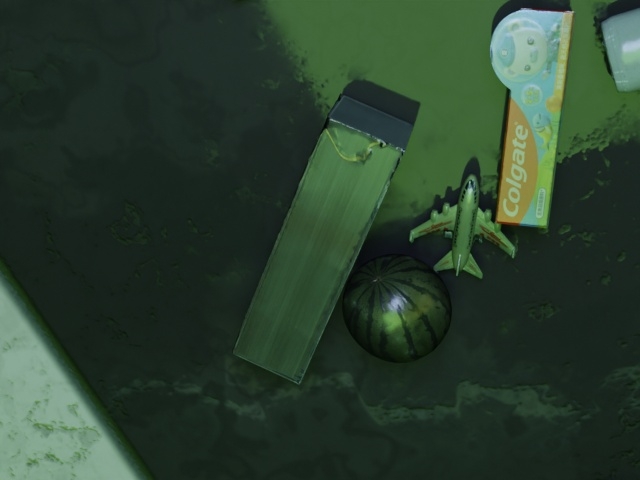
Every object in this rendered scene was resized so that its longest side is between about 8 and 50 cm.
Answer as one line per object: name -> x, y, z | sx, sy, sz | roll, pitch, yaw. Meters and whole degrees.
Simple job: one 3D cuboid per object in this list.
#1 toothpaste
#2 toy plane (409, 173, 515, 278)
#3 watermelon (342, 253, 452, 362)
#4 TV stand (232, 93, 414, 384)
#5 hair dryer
toothpaste -> 0.182, -0.111, 0.867 | 0.070, 0.044, 0.193 | 6, 104, 8
toy plane -> 0.140, -0.014, 0.931 | 0.102, 0.040, 0.111 | 8, 112, 6
watermelon -> 0.079, 0.076, 0.948 | 0.105, 0.105, 0.133 | -12, 131, 15
TV stand -> 0.000, 0.000, 0.937 | 0.083, 0.088, 0.269 | 25, 114, 2
hair dryer -> 0.284, -0.250, 0.795 | 0.131, 0.073, 0.236 | -13, 106, 17
